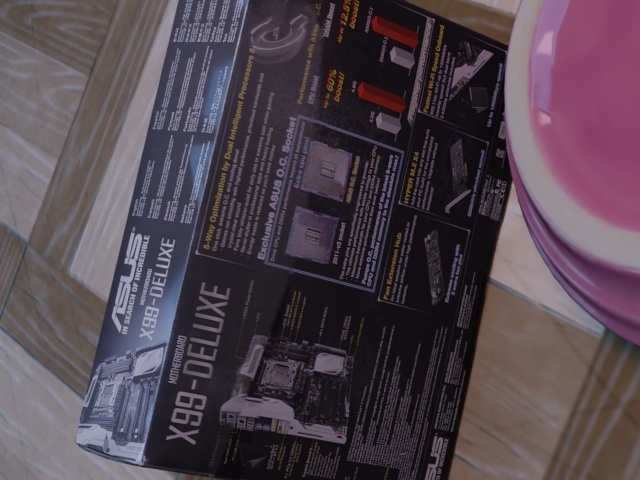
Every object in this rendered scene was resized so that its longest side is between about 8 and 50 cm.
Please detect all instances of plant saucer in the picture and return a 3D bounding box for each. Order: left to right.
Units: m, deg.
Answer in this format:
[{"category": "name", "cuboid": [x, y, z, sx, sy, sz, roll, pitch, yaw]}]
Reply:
[{"category": "plant saucer", "cuboid": [0.220, -0.098, 0.860, 0.332, 0.084, 0.332, -15, 69, 46]}]

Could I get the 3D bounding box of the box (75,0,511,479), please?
[{"category": "box", "cuboid": [0.000, 0.000, 0.966, 0.076, 0.242, 0.307, 8, 85, 50]}]
